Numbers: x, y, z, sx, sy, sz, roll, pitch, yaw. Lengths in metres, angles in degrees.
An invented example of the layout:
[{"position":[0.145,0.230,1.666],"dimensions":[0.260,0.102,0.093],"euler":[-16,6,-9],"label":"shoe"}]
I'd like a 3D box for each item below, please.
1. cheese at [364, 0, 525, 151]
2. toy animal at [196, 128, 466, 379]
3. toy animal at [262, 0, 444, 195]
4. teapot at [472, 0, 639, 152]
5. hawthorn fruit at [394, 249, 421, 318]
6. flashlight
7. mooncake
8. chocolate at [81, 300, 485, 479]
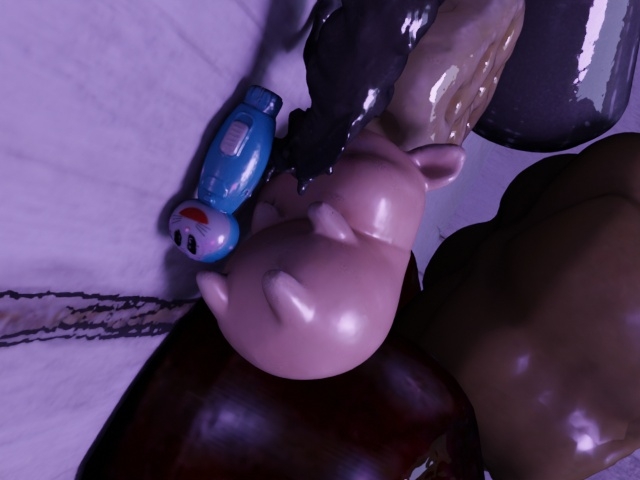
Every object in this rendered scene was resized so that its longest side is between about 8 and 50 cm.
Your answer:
[{"position":[0.123,-0.181,0.699],"dimensions":[0.218,0.117,0.235],"euler":[-63,165,14],"label":"cheese"},{"position":[0.011,0.004,0.570],"dimensions":[0.250,0.166,0.154],"euler":[-59,140,-35],"label":"toy animal"},{"position":[0.036,-0.129,0.448],"dimensions":[0.233,0.084,0.148],"euler":[-52,-159,43],"label":"toy animal"},{"position":[0.292,-0.316,0.814],"dimensions":[0.344,0.253,0.300],"euler":[98,-7,-49],"label":"teapot"},{"position":[0.096,0.050,1.077],"dimensions":[0.162,0.162,0.203],"euler":[-42,143,-51],"label":"hawthorn fruit"},{"position":[-0.064,-0.046,0.468],"dimensions":[0.129,0.051,0.051],"euler":[-65,167,3],"label":"flashlight"},{"position":[0.303,0.086,0.885],"dimensions":[0.467,0.262,0.467],"euler":[-44,-174,5],"label":"mooncake"},{"position":[-0.008,0.241,0.705],"dimensions":[0.384,0.331,0.384],"euler":[-56,169,-17],"label":"chocolate"}]
